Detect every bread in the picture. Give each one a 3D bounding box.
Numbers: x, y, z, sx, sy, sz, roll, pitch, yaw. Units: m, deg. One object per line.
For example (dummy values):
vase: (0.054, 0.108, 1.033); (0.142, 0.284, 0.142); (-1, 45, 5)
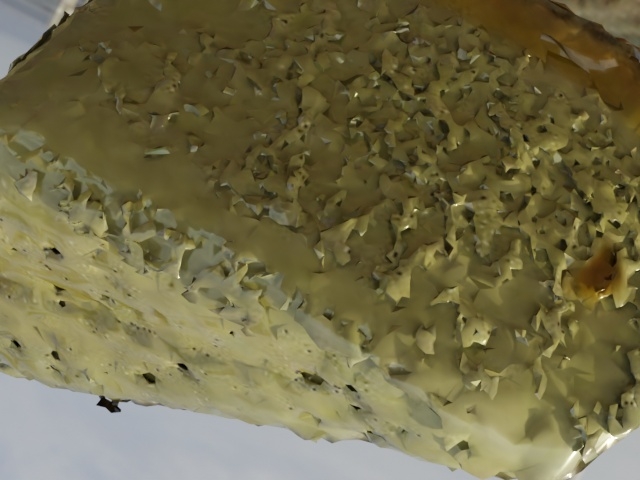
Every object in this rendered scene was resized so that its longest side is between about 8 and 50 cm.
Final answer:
bread: (0.000, 0.000, 0.661); (0.315, 0.248, 0.279); (37, 147, 1)
